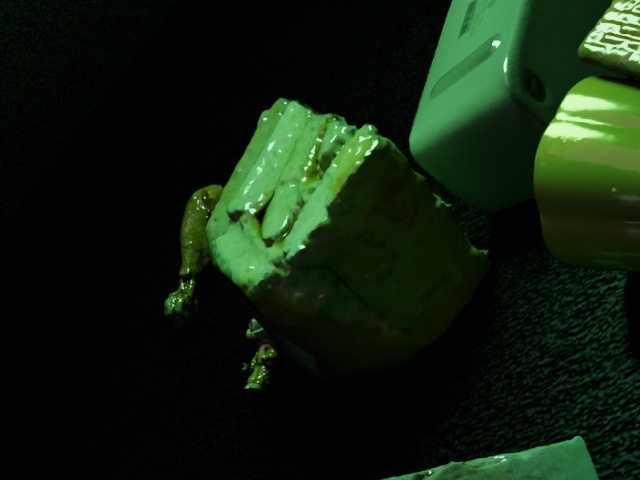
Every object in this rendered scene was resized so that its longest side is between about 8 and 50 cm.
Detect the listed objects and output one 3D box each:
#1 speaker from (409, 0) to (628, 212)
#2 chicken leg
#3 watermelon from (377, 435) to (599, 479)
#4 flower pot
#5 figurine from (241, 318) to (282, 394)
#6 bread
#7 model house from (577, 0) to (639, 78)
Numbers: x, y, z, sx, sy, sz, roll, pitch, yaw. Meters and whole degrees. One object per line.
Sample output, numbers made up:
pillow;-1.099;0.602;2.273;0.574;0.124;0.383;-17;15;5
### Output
speaker;0.252;-0.233;1.404;0.184;0.183;0.406;-30;32;47
chicken leg;-0.202;0.024;1.894;0.087;0.107;0.251;-2;60;36
watermelon;0.063;0.289;0.926;0.387;0.258;0.228;-55;28;-16
flower pot;0.322;-0.051;1.056;0.179;0.195;0.195;14;68;50
figurine;-0.067;0.135;1.565;0.101;0.068;0.143;-49;26;43
bread;-0.006;0.001;1.427;0.264;0.239;0.395;-51;28;-3
model house;0.379;-0.235;1.023;0.237;0.237;0.202;-28;38;-22
